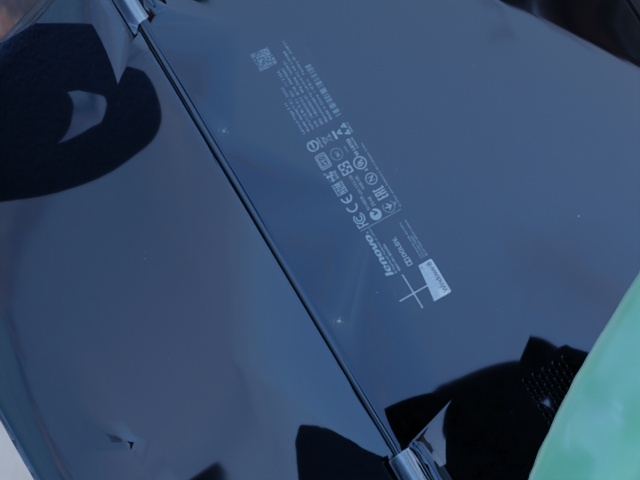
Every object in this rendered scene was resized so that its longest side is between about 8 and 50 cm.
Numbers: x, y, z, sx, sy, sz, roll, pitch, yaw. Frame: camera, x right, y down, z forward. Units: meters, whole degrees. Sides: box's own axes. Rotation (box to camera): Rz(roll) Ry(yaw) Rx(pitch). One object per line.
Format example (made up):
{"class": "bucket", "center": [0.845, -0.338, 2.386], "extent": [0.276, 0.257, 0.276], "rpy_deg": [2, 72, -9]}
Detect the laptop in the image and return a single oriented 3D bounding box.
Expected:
{"class": "laptop", "center": [0.000, 0.000, 1.110], "extent": [0.408, 0.236, 0.382], "rpy_deg": [-29, 82, -16]}

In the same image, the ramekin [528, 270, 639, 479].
{"class": "ramekin", "center": [0.218, 0.047, 0.621], "extent": [0.303, 0.148, 0.303], "rpy_deg": [-39, 153, -24]}
